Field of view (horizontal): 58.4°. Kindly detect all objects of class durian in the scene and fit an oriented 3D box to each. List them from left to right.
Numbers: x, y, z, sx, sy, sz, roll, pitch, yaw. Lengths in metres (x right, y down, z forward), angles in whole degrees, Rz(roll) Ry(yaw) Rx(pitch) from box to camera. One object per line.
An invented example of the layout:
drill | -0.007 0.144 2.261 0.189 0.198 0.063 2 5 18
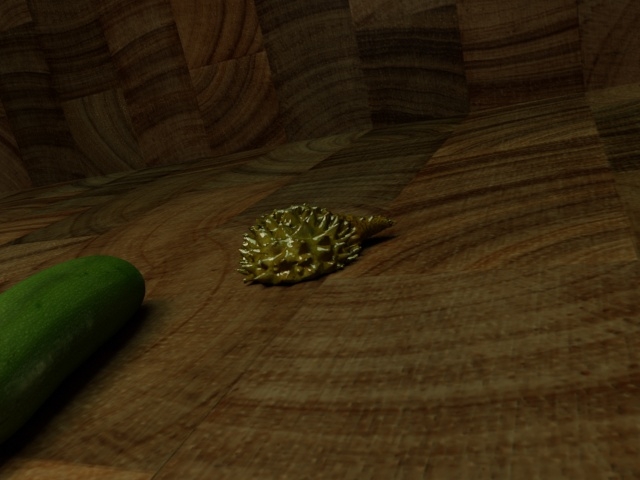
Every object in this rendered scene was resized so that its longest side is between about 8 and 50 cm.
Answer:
durian | -0.005 -0.012 0.749 0.225 0.078 0.140 -19 18 -15

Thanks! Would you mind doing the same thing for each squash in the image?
squash | -0.279 0.097 0.555 0.107 0.107 0.395 -9 17 13
